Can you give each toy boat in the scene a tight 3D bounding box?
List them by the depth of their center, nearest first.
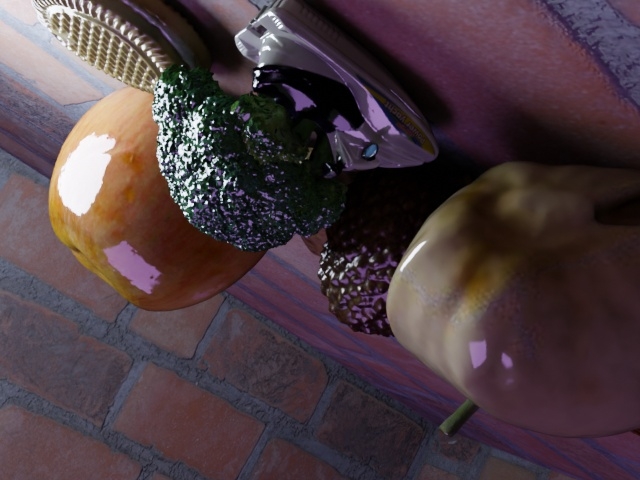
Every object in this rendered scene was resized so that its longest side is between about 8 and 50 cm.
[{"bbox_3d":[0.018,-0.159,0.954,0.269,0.141,0.141,48,161,-17],"label":"toy boat"}]

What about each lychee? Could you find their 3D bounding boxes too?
[{"bbox_3d":[0.116,0.010,1.134,0.236,0.271,0.236,42,-171,-8],"label":"lychee"}]

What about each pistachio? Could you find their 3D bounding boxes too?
[{"bbox_3d":[0.285,0.074,0.938,0.445,0.281,0.365,18,137,-29],"label":"pistachio"}]

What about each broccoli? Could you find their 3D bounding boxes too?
[{"bbox_3d":[-0.089,-0.118,1.093,0.294,0.245,0.265,30,147,7],"label":"broccoli"}]

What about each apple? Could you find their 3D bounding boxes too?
[{"bbox_3d":[-0.261,-0.068,1.383,0.391,0.346,0.391,32,168,8],"label":"apple"}]

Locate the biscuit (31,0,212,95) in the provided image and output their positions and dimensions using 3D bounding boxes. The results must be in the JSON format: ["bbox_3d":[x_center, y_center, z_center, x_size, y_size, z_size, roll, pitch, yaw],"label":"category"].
[{"bbox_3d":[-0.277,-0.289,1.155,0.259,0.079,0.259,27,167,7],"label":"biscuit"}]

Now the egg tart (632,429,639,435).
[{"bbox_3d":[0.565,0.250,1.327,0.202,0.147,0.202,25,167,6],"label":"egg tart"}]

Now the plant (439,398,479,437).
[{"bbox_3d":[0.342,0.204,1.373,0.306,0.297,0.261,44,-161,22],"label":"plant"}]

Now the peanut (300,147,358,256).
[{"bbox_3d":[0.014,-0.054,1.330,0.153,0.140,0.325,44,175,14],"label":"peanut"}]
